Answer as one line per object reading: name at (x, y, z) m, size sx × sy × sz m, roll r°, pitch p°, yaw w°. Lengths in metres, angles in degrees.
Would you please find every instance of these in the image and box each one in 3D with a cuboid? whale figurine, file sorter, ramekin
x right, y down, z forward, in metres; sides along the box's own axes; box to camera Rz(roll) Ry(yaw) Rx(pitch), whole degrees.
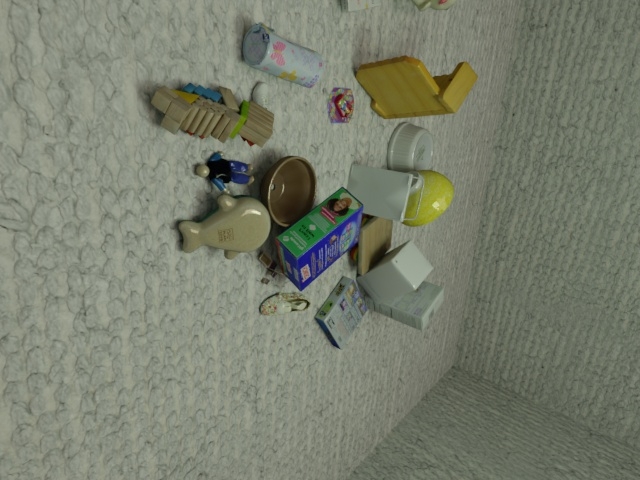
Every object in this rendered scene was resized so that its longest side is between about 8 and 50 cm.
whale figurine at (-0.291, -0.047, 1.297) m, size 0.271 × 0.141 × 0.216 m, roll -15°, pitch 122°, yaw -22°
file sorter at (0.272, -0.203, 1.820) m, size 0.173 × 0.277 × 0.193 m, roll -5°, pitch 108°, yaw -56°
ramekin at (0.444, -0.426, 2.069) m, size 0.272 × 0.127 × 0.273 m, roll -26°, pitch 124°, yaw -45°

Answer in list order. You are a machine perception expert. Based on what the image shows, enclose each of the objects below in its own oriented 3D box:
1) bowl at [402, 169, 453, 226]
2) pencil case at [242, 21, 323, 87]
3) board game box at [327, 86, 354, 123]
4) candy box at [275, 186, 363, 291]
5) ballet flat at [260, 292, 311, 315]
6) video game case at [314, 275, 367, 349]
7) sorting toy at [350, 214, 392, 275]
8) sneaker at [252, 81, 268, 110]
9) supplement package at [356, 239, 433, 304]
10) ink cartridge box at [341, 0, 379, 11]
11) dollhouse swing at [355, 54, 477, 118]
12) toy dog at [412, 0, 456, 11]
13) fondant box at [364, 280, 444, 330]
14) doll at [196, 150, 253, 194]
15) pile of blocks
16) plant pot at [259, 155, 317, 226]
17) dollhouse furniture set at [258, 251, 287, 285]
bowl at (0.433, -0.221, 1.931) m, size 0.156 × 0.289 × 0.290 m, roll 41°, pitch 71°, yaw -34°
pencil case at (-0.109, -0.558, 1.308) m, size 0.273 × 0.113 × 0.124 m, roll -1°, pitch 81°, yaw -52°
board game box at (0.093, -0.519, 1.652) m, size 0.168 × 0.033 × 0.133 m, roll -18°, pitch 119°, yaw -48°
candy box at (0.000, 0.000, 1.552) m, size 0.317 × 0.122 × 0.268 m, roll -40°, pitch 158°, yaw -21°
ballet flat at (-0.124, 0.248, 1.657) m, size 0.241 × 0.077 × 0.091 m, roll -6°, pitch 110°, yaw -51°
video game case at (0.104, 0.342, 2.005) m, size 0.244 × 0.061 × 0.270 m, roll -51°, pitch 139°, yaw -24°
sorting toy at (0.230, -0.016, 1.980) m, size 0.255 × 0.089 × 0.257 m, roll -39°, pitch 141°, yaw -37°
sneaker at (-0.182, -0.411, 1.317) m, size 0.053 × 0.061 × 0.152 m, roll 11°, pitch 94°, yaw -52°
supplement package at (0.344, 0.157, 2.013) m, size 0.175 × 0.293 × 0.177 m, roll 51°, pitch 55°, yaw -1°
ink cartridge box at (0.129, -0.882, 1.518) m, size 0.198 × 0.067 × 0.115 m, roll -37°, pitch 131°, yaw -40°
dollhouse swing at (0.369, -0.666, 1.701) m, size 0.315 × 0.346 × 0.305 m, roll -56°, pitch 130°, yaw -21°
toy dog at (0.431, -1.097, 1.696) m, size 0.408 × 0.284 × 0.396 m, roll 24°, pitch 49°, yaw -52°
fondant box at (0.426, 0.293, 2.176) m, size 0.238 × 0.330 × 0.096 m, roll -42°, pitch 136°, yaw -34°
doll at (-0.284, -0.200, 1.278) m, size 0.189 × 0.046 × 0.129 m, roll -3°, pitch 86°, yaw -49°
pile of blocks at (-0.297, -0.339, 1.182) m, size 0.362 × 0.149 × 0.112 m, roll 4°, pitch 145°, yaw -42°
plant pot at (-0.127, -0.173, 1.447) m, size 0.237 × 0.109 × 0.238 m, roll -26°, pitch 125°, yaw -45°
dollhouse furniture set at (-0.177, 0.104, 1.522) m, size 0.091 × 0.081 × 0.114 m, roll -58°, pitch 142°, yaw -18°
